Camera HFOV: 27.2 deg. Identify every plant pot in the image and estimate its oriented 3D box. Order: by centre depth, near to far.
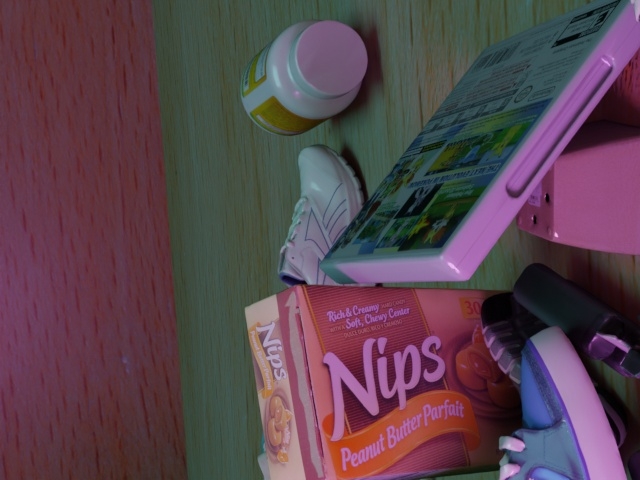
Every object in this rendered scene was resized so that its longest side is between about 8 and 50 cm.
[{"bbox_3d":[0.230,-0.044,1.161,0.109,0.096,0.109,-149,55,-69],"label":"plant pot"}]

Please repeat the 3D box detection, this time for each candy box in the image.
[{"bbox_3d":[0.084,0.143,1.313,0.087,0.316,0.183,-26,68,46],"label":"candy box"}]

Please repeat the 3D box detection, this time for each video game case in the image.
[{"bbox_3d":[0.144,-0.085,1.206,0.300,0.036,0.329,-52,12,-12],"label":"video game case"}]

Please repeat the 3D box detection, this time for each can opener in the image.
[{"bbox_3d":[0.265,0.074,1.159,0.093,0.074,0.280,-59,23,1],"label":"can opener"}]

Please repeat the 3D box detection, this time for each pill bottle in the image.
[{"bbox_3d":[-0.020,-0.230,1.847,0.245,0.136,0.136,164,100,-72],"label":"pill bottle"}]

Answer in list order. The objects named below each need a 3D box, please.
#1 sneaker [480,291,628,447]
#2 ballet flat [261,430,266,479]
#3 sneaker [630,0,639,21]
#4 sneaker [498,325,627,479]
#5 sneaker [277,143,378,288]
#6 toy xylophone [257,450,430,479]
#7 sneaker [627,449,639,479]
[{"bbox_3d":[0.213,0.162,1.302,0.229,0.086,0.132,-118,26,-49],"label":"sneaker"},{"bbox_3d":[-0.012,0.390,2.074,0.147,0.146,0.409,-115,23,-47],"label":"ballet flat"},{"bbox_3d":[0.248,-0.235,1.004,0.108,0.121,0.302,134,129,-68],"label":"sneaker"},{"bbox_3d":[0.148,0.255,1.122,0.130,0.236,0.323,37,-143,-79],"label":"sneaker"},{"bbox_3d":[0.000,0.000,1.865,0.111,0.129,0.297,118,144,-64],"label":"sneaker"},{"bbox_3d":[0.043,0.351,1.755,0.081,0.236,0.323,56,-169,-47],"label":"toy xylophone"},{"bbox_3d":[0.298,0.192,1.027,0.222,0.083,0.118,109,149,-56],"label":"sneaker"}]
